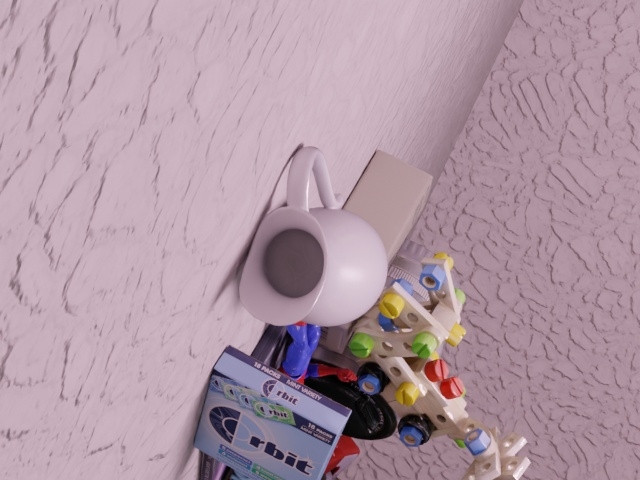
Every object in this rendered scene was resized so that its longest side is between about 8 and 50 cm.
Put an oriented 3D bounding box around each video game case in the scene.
[{"bbox_3d":[-0.107,0.235,1.674,0.196,0.026,0.274,-59,173,-27],"label":"video game case"}]

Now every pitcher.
[{"bbox_3d":[0.000,0.000,1.253,0.207,0.125,0.178,10,92,-71],"label":"pitcher"}]

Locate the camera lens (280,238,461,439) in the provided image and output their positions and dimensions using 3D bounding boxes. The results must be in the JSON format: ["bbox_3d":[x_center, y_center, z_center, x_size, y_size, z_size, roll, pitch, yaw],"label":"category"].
[{"bbox_3d":[0.077,0.154,1.895,0.274,0.219,0.219,-58,172,-32],"label":"camera lens"}]

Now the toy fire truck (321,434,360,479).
[{"bbox_3d":[-0.075,0.429,1.948,0.302,0.169,0.254,-45,162,16],"label":"toy fire truck"}]

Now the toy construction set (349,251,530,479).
[{"bbox_3d":[0.161,0.189,1.662,0.215,0.328,0.151,-24,-174,41],"label":"toy construction set"}]

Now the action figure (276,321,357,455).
[{"bbox_3d":[0.003,0.171,1.610,0.091,0.139,0.280,-54,171,-46],"label":"action figure"}]

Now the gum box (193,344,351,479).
[{"bbox_3d":[-0.060,0.218,1.406,0.041,0.157,0.184,-56,171,-39],"label":"gum box"}]

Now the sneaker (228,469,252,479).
[{"bbox_3d":[-0.099,0.344,1.743,0.283,0.110,0.122,-63,156,-15],"label":"sneaker"}]

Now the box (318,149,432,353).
[{"bbox_3d":[0.057,0.015,1.744,0.275,0.094,0.113,-59,171,-23],"label":"box"}]
